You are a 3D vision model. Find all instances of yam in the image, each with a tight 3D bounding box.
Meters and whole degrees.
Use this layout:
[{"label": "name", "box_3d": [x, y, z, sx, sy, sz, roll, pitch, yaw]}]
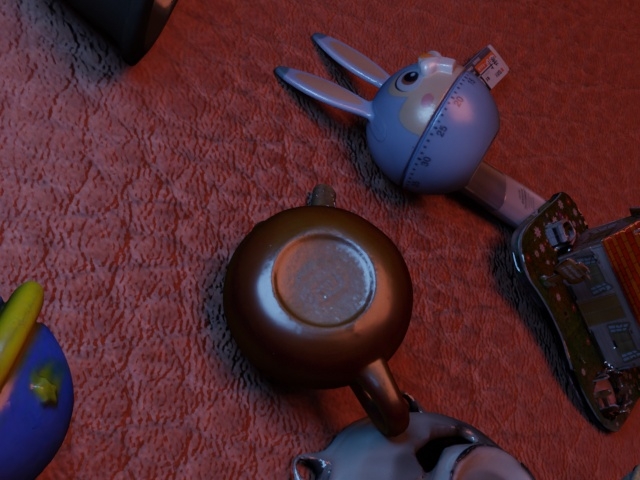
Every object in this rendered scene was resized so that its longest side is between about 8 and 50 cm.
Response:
[{"label": "yam", "box_3d": [0.000, 0.000, 1.127, 0.032, 0.032, 0.145, 30, 44, -28]}]

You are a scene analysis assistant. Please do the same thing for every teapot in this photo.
[{"label": "teapot", "box_3d": [0.008, 0.076, 1.004, 0.178, 0.135, 0.252, -29, 75, -14]}]

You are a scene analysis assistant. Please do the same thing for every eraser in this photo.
[{"label": "eraser", "box_3d": [0.230, -0.239, 1.526, 0.052, 0.029, 0.122, 52, 40, -5]}]

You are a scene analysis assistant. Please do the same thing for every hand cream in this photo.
[{"label": "hand cream", "box_3d": [0.251, -0.049, 1.399, 0.255, 0.048, 0.079, 26, 57, -34]}]

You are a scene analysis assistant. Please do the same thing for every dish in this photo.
[{"label": "dish", "box_3d": [0.127, 0.273, 0.996, 0.303, 0.120, 0.303, 25, 49, -33]}]

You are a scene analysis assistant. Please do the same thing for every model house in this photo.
[{"label": "model house", "box_3d": [0.392, 0.073, 1.347, 0.207, 0.154, 0.293, -33, 99, -52]}]

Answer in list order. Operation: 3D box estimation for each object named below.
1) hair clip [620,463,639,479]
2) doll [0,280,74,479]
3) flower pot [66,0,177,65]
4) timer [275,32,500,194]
[{"label": "hair clip", "box_3d": [0.406, 0.400, 1.218, 0.321, 0.091, 0.138, 57, 39, -14]}, {"label": "doll", "box_3d": [-0.288, 0.106, 0.660, 0.243, 0.160, 0.311, 42, 45, -18]}, {"label": "flower pot", "box_3d": [-0.198, -0.318, 1.012, 0.166, 0.269, 0.269, 21, 47, -7]}, {"label": "timer", "box_3d": [0.100, -0.169, 1.245, 0.255, 0.175, 0.175, 49, 40, -7]}]
